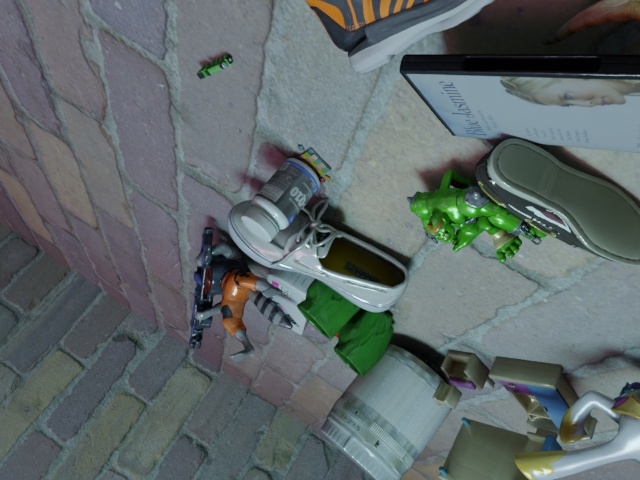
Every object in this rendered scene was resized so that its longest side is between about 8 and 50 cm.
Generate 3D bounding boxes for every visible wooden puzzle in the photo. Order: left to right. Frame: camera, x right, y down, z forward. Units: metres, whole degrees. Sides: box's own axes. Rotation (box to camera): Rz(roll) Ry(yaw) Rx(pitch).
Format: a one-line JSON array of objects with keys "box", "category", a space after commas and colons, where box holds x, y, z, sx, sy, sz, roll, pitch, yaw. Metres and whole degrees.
[{"box": [-0.012, -0.131, 0.904, 0.083, 0.006, 0.049, 44, 151, -16], "category": "wooden puzzle"}]

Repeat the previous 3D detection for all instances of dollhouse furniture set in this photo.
[{"box": [0.354, 0.412, 1.043, 0.286, 0.303, 0.198, -4, 133, 50], "category": "dollhouse furniture set"}]

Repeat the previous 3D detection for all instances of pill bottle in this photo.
[{"box": [-0.069, -0.069, 0.911, 0.078, 0.137, 0.078, 34, 161, 13], "category": "pill bottle"}]

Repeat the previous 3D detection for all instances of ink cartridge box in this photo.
[{"box": [-0.027, 0.176, 1.347, 0.238, 0.060, 0.275, 32, 152, 8], "category": "ink cartridge box"}]

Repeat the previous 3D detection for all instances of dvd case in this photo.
[{"box": [0.226, -0.136, 0.535, 0.253, 0.022, 0.180, 14, 176, 34], "category": "dvd case"}]

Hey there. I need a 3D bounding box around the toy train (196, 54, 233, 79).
[{"box": [-0.168, -0.272, 0.833, 0.083, 0.024, 0.017, 0, 137, 48], "category": "toy train"}]

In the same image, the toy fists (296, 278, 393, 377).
[{"box": [0.064, 0.167, 1.150, 0.096, 0.142, 0.279, 22, 154, 54], "category": "toy fists"}]

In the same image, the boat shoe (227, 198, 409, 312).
[{"box": [-0.002, 0.008, 0.975, 0.367, 0.136, 0.156, 30, 152, 3], "category": "boat shoe"}]

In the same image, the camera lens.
[{"box": [0.161, 0.398, 1.232, 0.219, 0.274, 0.219, 38, 163, 14], "category": "camera lens"}]

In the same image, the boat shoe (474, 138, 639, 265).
[{"box": [0.294, -0.043, 0.643, 0.227, 0.081, 0.068, 33, 170, -3], "category": "boat shoe"}]

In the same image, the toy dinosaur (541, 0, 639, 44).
[{"box": [0.261, -0.196, 0.424, 0.211, 0.064, 0.112, -1, 159, 43], "category": "toy dinosaur"}]

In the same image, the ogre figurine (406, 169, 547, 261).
[{"box": [0.201, -0.033, 0.742, 0.118, 0.097, 0.197, 32, -176, -26], "category": "ogre figurine"}]

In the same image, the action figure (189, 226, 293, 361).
[{"box": [-0.222, 0.153, 1.326, 0.330, 0.178, 0.341, 47, 129, 47], "category": "action figure"}]

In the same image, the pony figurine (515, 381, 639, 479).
[{"box": [0.518, 0.318, 0.732, 0.351, 0.302, 0.363, 45, 126, 19], "category": "pony figurine"}]

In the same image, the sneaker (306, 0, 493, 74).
[{"box": [0.071, -0.277, 0.461, 0.180, 0.125, 0.321, 44, 151, -19], "category": "sneaker"}]
